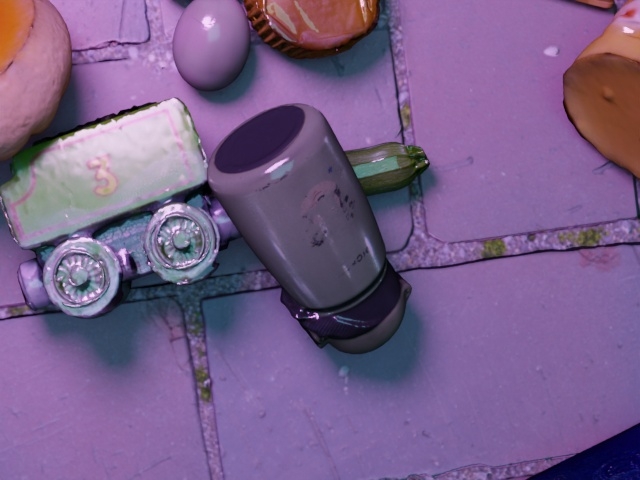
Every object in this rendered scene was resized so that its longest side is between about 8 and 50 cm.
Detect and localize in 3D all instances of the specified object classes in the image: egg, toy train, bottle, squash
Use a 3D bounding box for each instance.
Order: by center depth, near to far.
[{"bbox_3d":[-0.001,0.002,1.356,0.168,0.168,0.347,-32,122,-4],"label":"bottle"},{"bbox_3d":[-0.266,-0.036,1.370,0.307,0.173,0.249,-21,88,-5],"label":"toy train"},{"bbox_3d":[-0.145,-0.265,1.398,0.103,0.103,0.135,12,117,-6],"label":"egg"},{"bbox_3d":[0.042,-0.092,1.443,0.219,0.077,0.068,-11,51,-2],"label":"squash"}]

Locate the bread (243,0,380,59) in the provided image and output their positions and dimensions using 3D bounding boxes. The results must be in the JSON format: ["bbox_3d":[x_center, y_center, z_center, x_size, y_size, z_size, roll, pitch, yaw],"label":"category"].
[{"bbox_3d":[-0.015,-0.342,1.408,0.199,0.104,0.199,0,89,-19],"label":"bread"}]

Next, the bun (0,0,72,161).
[{"bbox_3d":[-0.447,-0.186,1.321,0.299,0.299,0.165,-30,139,-4],"label":"bun"}]

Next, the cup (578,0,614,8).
[{"bbox_3d":[0.380,-0.430,1.432,0.264,0.182,0.226,24,125,-15],"label":"cup"}]

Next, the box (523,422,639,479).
[{"bbox_3d":[0.401,0.367,1.407,0.279,0.261,0.116,-26,97,-5],"label":"box"}]

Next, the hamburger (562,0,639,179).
[{"bbox_3d":[0.490,-0.223,1.396,0.276,0.276,0.237,46,75,-6],"label":"hamburger"}]
